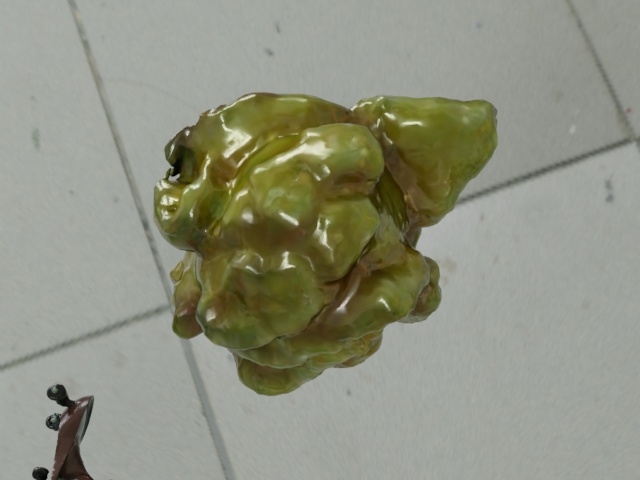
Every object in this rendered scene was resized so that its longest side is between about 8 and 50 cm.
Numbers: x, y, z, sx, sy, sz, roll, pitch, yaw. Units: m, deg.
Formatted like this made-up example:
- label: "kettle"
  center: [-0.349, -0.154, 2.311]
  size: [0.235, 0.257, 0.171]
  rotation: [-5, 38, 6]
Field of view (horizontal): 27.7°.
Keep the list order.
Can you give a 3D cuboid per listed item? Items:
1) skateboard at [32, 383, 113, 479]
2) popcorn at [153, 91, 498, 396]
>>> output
- label: "skateboard"
  center: [-0.240, 0.221, 1.276]
  size: [0.080, 0.067, 0.151]
  rotation: [8, 51, -8]
- label: "popcorn"
  center: [0.009, 0.004, 1.265]
  size: [0.321, 0.326, 0.290]
  rotation: [-2, 61, 26]
